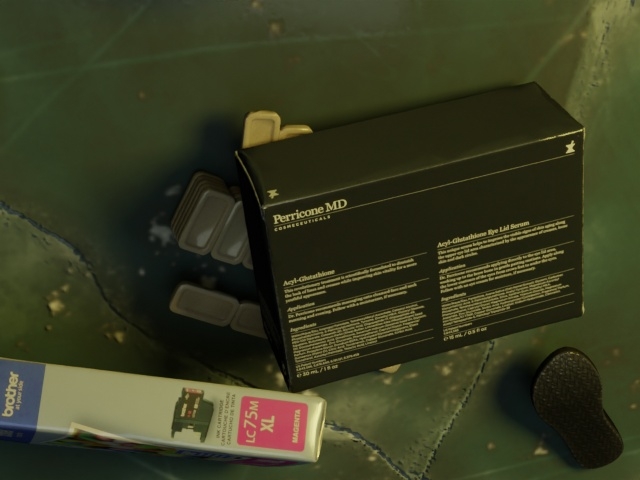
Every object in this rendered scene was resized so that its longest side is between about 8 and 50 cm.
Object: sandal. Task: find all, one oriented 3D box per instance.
[{"bbox_3d":[0.242,0.157,1.199,0.067,0.040,0.179,-24,133,9],"label":"sandal"}]

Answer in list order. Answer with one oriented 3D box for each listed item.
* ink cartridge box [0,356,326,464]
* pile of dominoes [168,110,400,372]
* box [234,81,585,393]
[{"bbox_3d":[-0.170,0.144,1.041,0.311,0.186,0.065,11,76,-13],"label":"ink cartridge box"},{"bbox_3d":[0.000,0.000,1.088,0.251,0.040,0.196,18,112,-27],"label":"pile of dominoes"},{"bbox_3d":[0.077,-0.005,1.025,0.261,0.103,0.184,-14,126,-10],"label":"box"}]
